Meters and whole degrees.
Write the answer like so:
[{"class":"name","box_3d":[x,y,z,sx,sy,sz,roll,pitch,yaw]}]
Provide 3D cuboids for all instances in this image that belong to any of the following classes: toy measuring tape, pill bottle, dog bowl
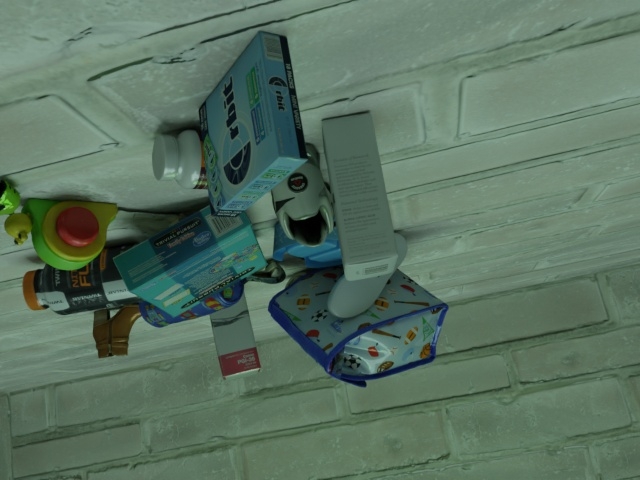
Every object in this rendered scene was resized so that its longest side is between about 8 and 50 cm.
[{"class":"toy measuring tape","box_3d":[-0.387,-0.004,1.094,0.330,0.121,0.121,4,159,-43]},{"class":"pill bottle","box_3d":[-0.162,-0.116,0.890,0.152,0.086,0.086,-2,163,-31]},{"class":"dog bowl","box_3d":[0.000,0.000,1.447,0.165,0.074,0.297,-18,164,26]},{"class":"pill bottle","box_3d":[-0.504,0.089,1.317,0.245,0.131,0.130,-10,165,-3]}]

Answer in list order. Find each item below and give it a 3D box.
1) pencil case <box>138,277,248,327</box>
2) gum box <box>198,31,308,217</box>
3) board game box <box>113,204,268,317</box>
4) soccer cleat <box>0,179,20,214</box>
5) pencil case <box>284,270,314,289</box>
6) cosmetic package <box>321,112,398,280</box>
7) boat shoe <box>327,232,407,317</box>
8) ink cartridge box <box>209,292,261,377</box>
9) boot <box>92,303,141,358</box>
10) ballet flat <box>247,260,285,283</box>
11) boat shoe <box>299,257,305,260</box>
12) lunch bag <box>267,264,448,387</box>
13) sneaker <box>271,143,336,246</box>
[{"class":"pencil case","box_3d":[-0.342,0.139,1.613,0.306,0.133,0.119,-19,147,31]},{"class":"gum box","box_3d":[-0.090,-0.133,0.745,0.041,0.157,0.184,1,162,-33]},{"class":"board game box","box_3d":[-0.253,0.044,1.279,0.253,0.079,0.336,-29,167,-7]},{"class":"soccer cleat","box_3d":[-0.550,-0.057,0.916,0.178,0.060,0.072,-13,156,-14]},{"class":"pencil case","box_3d":[0.051,0.192,2.005,0.183,0.160,0.410,-44,150,26]},{"class":"cosmetic package","box_3d":[0.058,-0.065,0.945,0.085,0.231,0.117,-11,164,0]},{"class":"boat shoe","box_3d":[0.106,0.089,1.591,0.301,0.108,0.102,-48,-159,-30]},{"class":"ink cartridge box","box_3d":[-0.269,0.274,1.863,0.117,0.283,0.207,-11,165,-11]},{"class":"boot","box_3d":[-0.611,0.283,1.907,0.197,0.152,0.073,-12,165,4]},{"class":"ballet flat","box_3d":[-0.155,0.082,1.667,0.188,0.070,0.070,1,162,-46]},{"class":"boat shoe","box_3d":[0.010,0.033,1.648,0.153,0.048,0.056,4,172,-24]},{"class":"lunch bag","box_3d":[0.090,0.223,1.678,0.385,0.239,0.328,-10,-152,-33]},{"class":"sneaker","box_3d":[-0.030,-0.047,1.127,0.122,0.146,0.330,-13,166,5]}]
